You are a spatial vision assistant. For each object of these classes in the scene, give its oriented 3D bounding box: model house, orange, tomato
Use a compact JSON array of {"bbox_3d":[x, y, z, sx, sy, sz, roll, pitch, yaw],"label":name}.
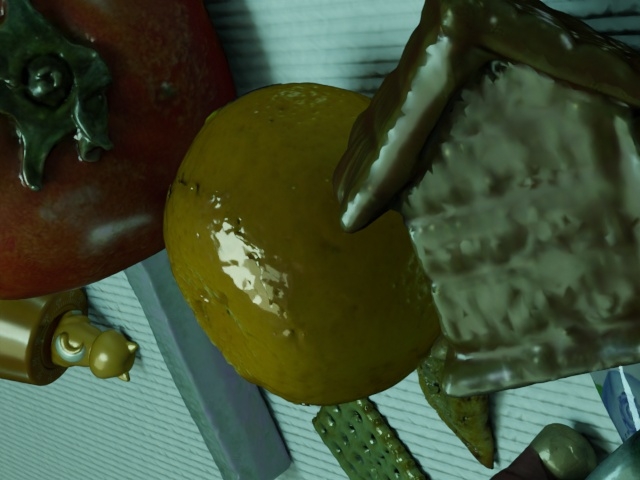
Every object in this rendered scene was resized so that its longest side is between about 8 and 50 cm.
[{"bbox_3d":[0.111,-0.046,1.067,0.199,0.220,0.229,-61,-47,-68],"label":"model house"},{"bbox_3d":[-0.002,0.001,1.308,0.219,0.193,0.219,45,143,49],"label":"orange"},{"bbox_3d":[-0.228,-0.120,1.517,0.325,0.293,0.290,58,172,-13],"label":"tomato"}]

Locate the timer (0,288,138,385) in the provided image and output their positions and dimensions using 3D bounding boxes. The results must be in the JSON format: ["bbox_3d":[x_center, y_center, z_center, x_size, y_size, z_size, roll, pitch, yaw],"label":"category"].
[{"bbox_3d":[-0.264,0.109,2.107,0.152,0.132,0.132,19,141,21],"label":"timer"}]

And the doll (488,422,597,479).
[{"bbox_3d":[0.190,0.254,1.291,0.196,0.152,0.256,35,-169,-36],"label":"doll"}]

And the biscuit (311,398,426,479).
[{"bbox_3d":[0.062,0.212,1.668,0.203,0.016,0.144,54,157,12],"label":"biscuit"}]

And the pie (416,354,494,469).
[{"bbox_3d":[0.096,0.099,1.436,0.092,0.034,0.170,44,159,27],"label":"pie"}]

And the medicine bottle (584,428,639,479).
[{"bbox_3d":[0.279,0.214,1.067,0.293,0.141,0.141,51,156,15],"label":"medicine bottle"}]

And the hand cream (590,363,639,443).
[{"bbox_3d":[0.194,0.091,1.213,0.142,0.053,0.084,60,160,24],"label":"hand cream"}]

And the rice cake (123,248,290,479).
[{"bbox_3d":[-0.112,0.093,1.799,0.056,0.073,0.365,18,134,53],"label":"rice cake"}]
